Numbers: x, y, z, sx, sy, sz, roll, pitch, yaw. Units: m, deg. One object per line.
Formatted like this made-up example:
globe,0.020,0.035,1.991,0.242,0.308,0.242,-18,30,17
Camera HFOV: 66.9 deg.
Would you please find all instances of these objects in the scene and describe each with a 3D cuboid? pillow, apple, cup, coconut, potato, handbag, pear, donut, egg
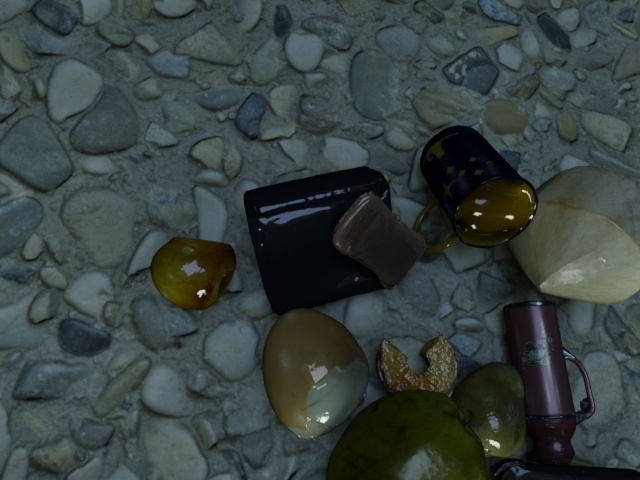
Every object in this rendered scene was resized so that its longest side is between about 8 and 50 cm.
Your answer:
pillow,0.122,0.003,0.977,0.211,0.034,0.135,39,92,-30
apple,-0.260,0.056,0.989,0.147,0.146,0.163,27,72,6
cup,0.295,-0.112,1.076,0.254,0.178,0.256,-25,38,8
coconut,0.555,-0.003,1.050,0.328,0.329,0.329,2,71,-7
potato,0.342,0.329,0.974,0.157,0.157,0.194,35,57,4
handbag,0.477,0.523,0.947,0.332,0.075,0.192,8,101,-5
pear,0.146,0.422,0.865,0.269,0.269,0.321,44,94,7
donut,0.197,0.274,1.018,0.181,0.078,0.146,-2,73,-15
handbag,-0.001,-0.002,1.045,0.301,0.178,0.275,-15,117,-14
egg,-0.014,0.246,0.932,0.201,0.201,0.245,-21,66,-14

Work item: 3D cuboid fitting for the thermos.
thermos,0.481,0.300,1.028,0.136,0.109,0.331,1,72,-9
